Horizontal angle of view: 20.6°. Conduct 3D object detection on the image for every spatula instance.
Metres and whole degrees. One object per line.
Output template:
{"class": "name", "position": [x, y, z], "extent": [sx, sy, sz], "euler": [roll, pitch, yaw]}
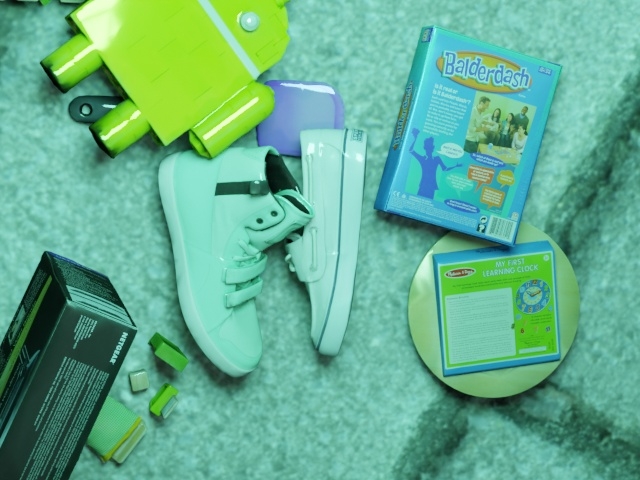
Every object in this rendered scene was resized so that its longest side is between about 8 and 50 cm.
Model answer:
{"class": "spatula", "position": [-0.120, -0.136, 1.882], "extent": [0.296, 0.030, 0.084], "euler": [2, 100, -14]}

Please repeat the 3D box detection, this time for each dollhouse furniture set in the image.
{"class": "dollhouse furniture set", "position": [-0.204, 0.176, 1.910], "extent": [0.076, 0.058, 0.152], "euler": [39, 90, -18]}

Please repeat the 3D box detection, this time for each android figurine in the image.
{"class": "android figurine", "position": [-0.144, -0.213, 1.808], "extent": [0.273, 0.056, 0.248], "euler": [-36, 103, -10]}

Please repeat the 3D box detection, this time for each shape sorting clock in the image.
{"class": "shape sorting clock", "position": [0.197, 0.076, 2.001], "extent": [0.206, 0.040, 0.206], "euler": [-2, 98, -14]}

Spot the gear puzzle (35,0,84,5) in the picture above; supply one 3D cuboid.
{"class": "gear puzzle", "position": [-0.309, -0.329, 1.792], "extent": [0.339, 0.044, 0.175], "euler": [-1, 100, -17]}

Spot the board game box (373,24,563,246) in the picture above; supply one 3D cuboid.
{"class": "board game box", "position": [0.163, -0.114, 1.936], "extent": [0.160, 0.047, 0.210], "euler": [16, 90, -16]}

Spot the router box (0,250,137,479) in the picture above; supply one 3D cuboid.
{"class": "router box", "position": [-0.299, 0.183, 1.792], "extent": [0.081, 0.243, 0.309], "euler": [24, 95, -18]}

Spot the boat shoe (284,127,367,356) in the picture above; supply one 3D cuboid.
{"class": "boat shoe", "position": [0.000, 0.000, 1.912], "extent": [0.084, 0.095, 0.258], "euler": [6, 105, 1]}

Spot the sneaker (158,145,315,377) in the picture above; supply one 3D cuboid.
{"class": "sneaker", "position": [-0.072, 0.022, 1.861], "extent": [0.151, 0.094, 0.256], "euler": [-8, 105, 27]}
